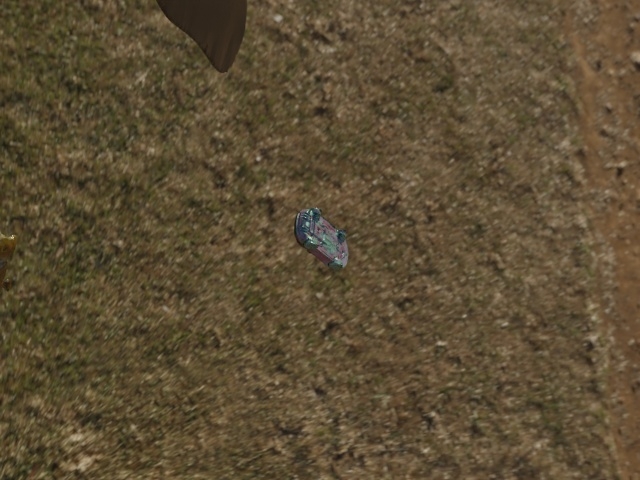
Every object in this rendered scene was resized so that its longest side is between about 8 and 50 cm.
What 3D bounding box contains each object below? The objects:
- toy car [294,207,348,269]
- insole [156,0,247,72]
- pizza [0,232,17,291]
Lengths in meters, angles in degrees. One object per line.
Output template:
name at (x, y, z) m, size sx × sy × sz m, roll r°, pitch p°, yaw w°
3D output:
toy car at (0.000, 0.000, 1.531) m, size 0.142 × 0.055 × 0.069 m, roll 39°, pitch 48°, yaw -49°
insole at (-0.081, -0.189, 0.613) m, size 0.007 × 0.328 × 0.111 m, roll 16°, pitch 83°, yaw 6°
pizza at (-0.489, 0.067, 1.257) m, size 0.069 × 0.194 × 0.154 m, roll 30°, pitch 52°, yaw 9°
